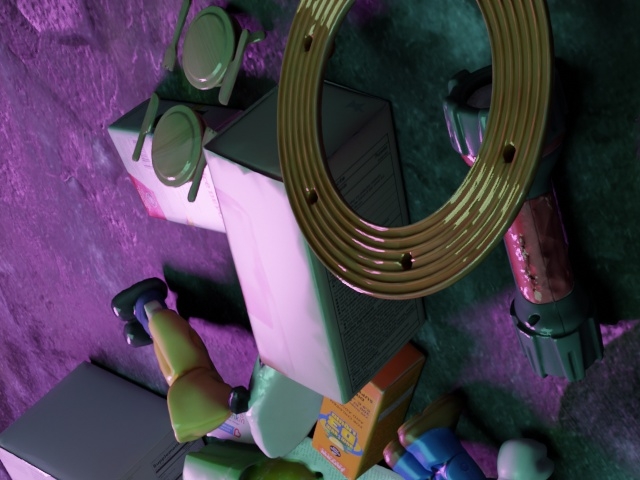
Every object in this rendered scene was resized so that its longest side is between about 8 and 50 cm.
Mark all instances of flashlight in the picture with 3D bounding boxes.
[{"bbox_3d":[0.188,-0.010,1.274,0.103,0.103,0.304,13,133,41],"label":"flashlight"}]

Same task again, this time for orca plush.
[{"bbox_3d":[-0.054,0.131,1.748,0.287,0.151,0.102,79,170,-45],"label":"orca plush"}]

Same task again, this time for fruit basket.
[{"bbox_3d":[-0.021,0.408,1.911,0.353,0.165,0.327,16,105,23],"label":"fruit basket"}]

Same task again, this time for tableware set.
[{"bbox_3d":[-0.121,-0.145,1.502,0.128,0.039,0.194,35,111,45],"label":"tableware set"}]

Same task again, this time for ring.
[{"bbox_3d":[0.073,-0.119,1.200,0.336,0.032,0.337,-6,82,51],"label":"ring"}]

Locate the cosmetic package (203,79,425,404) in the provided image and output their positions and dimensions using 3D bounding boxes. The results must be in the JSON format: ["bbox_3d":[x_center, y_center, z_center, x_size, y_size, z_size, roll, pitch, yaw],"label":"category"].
[{"bbox_3d":[0.000,0.000,1.479,0.129,0.153,0.296,23,140,35],"label":"cosmetic package"}]

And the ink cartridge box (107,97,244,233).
[{"bbox_3d":[-0.142,-0.084,1.643,0.175,0.072,0.127,12,133,46],"label":"ink cartridge box"}]

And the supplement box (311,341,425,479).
[{"bbox_3d":[0.053,0.189,1.695,0.078,0.080,0.233,40,151,19],"label":"supplement box"}]

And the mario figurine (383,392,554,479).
[{"bbox_3d":[0.221,0.316,1.619,0.320,0.170,0.198,52,-172,15],"label":"mario figurine"}]

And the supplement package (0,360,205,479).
[{"bbox_3d":[-0.328,0.332,2.222,0.262,0.204,0.145,19,141,40],"label":"supplement package"}]

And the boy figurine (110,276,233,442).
[{"bbox_3d":[-0.180,0.166,1.865,0.285,0.092,0.177,-127,16,-52],"label":"boy figurine"}]
